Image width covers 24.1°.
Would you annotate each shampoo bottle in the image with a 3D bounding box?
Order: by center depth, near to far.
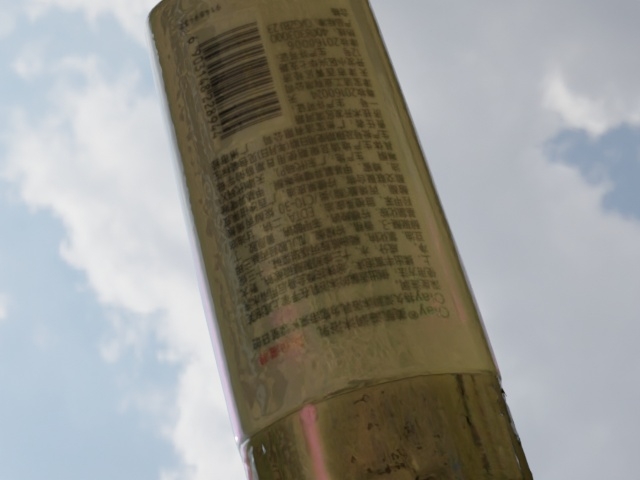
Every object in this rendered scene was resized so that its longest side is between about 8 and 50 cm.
[{"bbox_3d":[0.000,0.000,0.499,0.086,0.056,0.227,-16,-126,-1],"label":"shampoo bottle"}]
